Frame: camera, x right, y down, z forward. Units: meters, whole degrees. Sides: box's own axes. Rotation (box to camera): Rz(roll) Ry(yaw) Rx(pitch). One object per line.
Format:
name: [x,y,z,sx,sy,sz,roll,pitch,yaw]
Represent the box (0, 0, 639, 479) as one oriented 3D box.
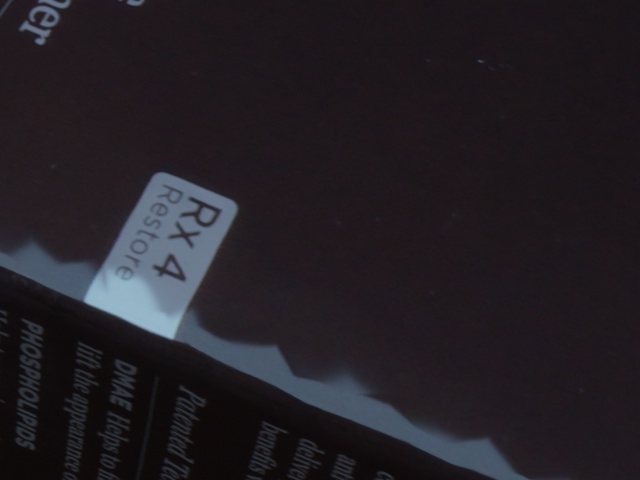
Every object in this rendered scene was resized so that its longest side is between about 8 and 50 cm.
box: [0.000,0.000,0.454,0.381,0.143,0.191,23,54,2]
